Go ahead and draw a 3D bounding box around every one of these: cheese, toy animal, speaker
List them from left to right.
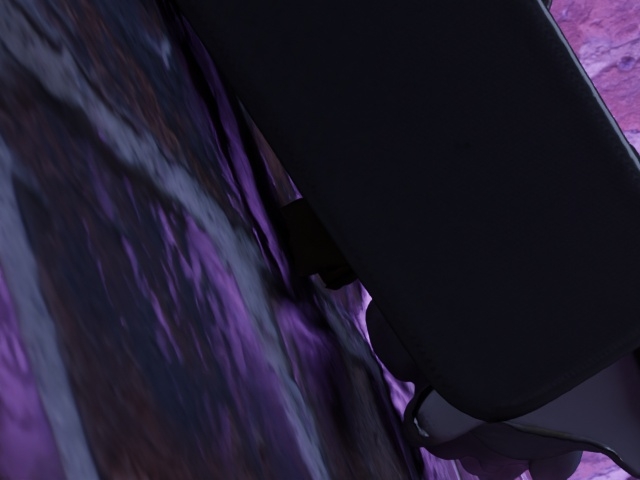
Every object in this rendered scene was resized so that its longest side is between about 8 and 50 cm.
[{"bbox_3d":[0.001,-0.001,1.064,0.060,0.041,0.084,64,9,9],"label":"cheese"},{"bbox_3d":[0.052,-0.102,1.016,0.406,0.183,0.184,57,3,-6],"label":"speaker"},{"bbox_3d":[0.150,0.101,1.313,0.289,0.249,0.174,-10,-115,62],"label":"toy animal"}]

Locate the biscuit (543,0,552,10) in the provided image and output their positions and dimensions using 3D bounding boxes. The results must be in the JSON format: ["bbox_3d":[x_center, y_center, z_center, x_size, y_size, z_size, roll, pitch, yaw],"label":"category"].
[{"bbox_3d":[0.191,-0.191,1.757,0.301,0.049,0.197,130,-20,-78],"label":"biscuit"}]
